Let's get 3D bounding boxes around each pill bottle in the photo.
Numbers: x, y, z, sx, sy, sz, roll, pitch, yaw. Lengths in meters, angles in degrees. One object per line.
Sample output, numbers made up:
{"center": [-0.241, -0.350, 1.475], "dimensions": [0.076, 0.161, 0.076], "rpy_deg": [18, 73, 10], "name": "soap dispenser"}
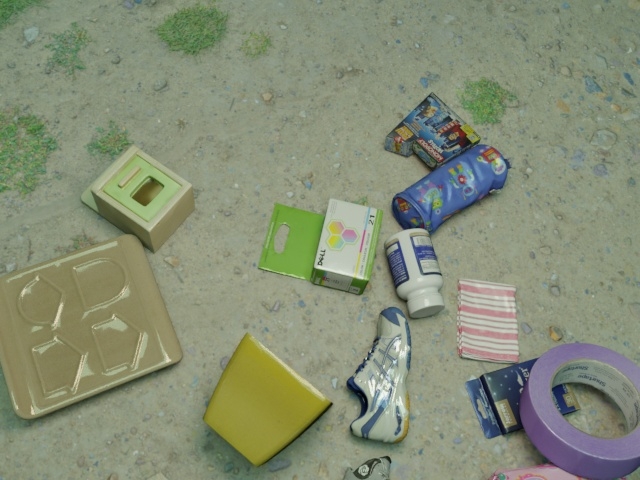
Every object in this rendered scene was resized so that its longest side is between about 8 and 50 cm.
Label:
{"center": [0.221, 0.077, 1.600], "dimensions": [0.111, 0.112, 0.187], "rpy_deg": [-9, 67, -10], "name": "pill bottle"}

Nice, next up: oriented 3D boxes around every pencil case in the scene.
{"center": [0.323, -0.122, 1.698], "dimensions": [0.306, 0.119, 0.133], "rpy_deg": [-31, 81, -18], "name": "pencil case"}
{"center": [0.488, 0.506, 1.430], "dimensions": [0.283, 0.124, 0.124], "rpy_deg": [-11, 68, -12], "name": "pencil case"}

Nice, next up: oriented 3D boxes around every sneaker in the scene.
{"center": [0.124, 0.281, 1.497], "dimensions": [0.130, 0.112, 0.297], "rpy_deg": [5, 65, -4], "name": "sneaker"}
{"center": [0.147, 0.504, 1.394], "dimensions": [0.228, 0.086, 0.132], "rpy_deg": [9, 56, 17], "name": "sneaker"}

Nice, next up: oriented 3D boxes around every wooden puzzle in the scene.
{"center": [-0.510, 0.180, 1.492], "dimensions": [0.347, 0.080, 0.322], "rpy_deg": [-19, 69, -19], "name": "wooden puzzle"}

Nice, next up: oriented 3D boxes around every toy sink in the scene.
{"center": [-0.430, -0.113, 1.599], "dimensions": [0.234, 0.131, 0.153], "rpy_deg": [34, 66, 10], "name": "toy sink"}

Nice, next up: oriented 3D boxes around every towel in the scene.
{"center": [0.392, 0.184, 1.616], "dimensions": [0.144, 0.029, 0.197], "rpy_deg": [7, 65, -4], "name": "towel"}

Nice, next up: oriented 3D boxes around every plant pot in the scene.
{"center": [-0.116, 0.334, 1.403], "dimensions": [0.212, 0.212, 0.187], "rpy_deg": [38, 80, 11], "name": "plant pot"}

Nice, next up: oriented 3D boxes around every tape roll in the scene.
{"center": [0.562, 0.349, 1.442], "dimensions": [0.274, 0.090, 0.275], "rpy_deg": [1, 45, -1], "name": "tape roll"}

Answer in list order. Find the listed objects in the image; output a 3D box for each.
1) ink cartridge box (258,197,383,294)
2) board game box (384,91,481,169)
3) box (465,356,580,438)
{"center": [0.000, 0.000, 1.617], "dimensions": [0.255, 0.097, 0.189], "rpy_deg": [14, 65, -1], "name": "ink cartridge box"}
{"center": [0.272, -0.263, 1.776], "dimensions": [0.194, 0.060, 0.194], "rpy_deg": [-32, 63, -15], "name": "board game box"}
{"center": [0.451, 0.346, 1.547], "dimensions": [0.225, 0.036, 0.137], "rpy_deg": [-15, 68, -11], "name": "box"}
